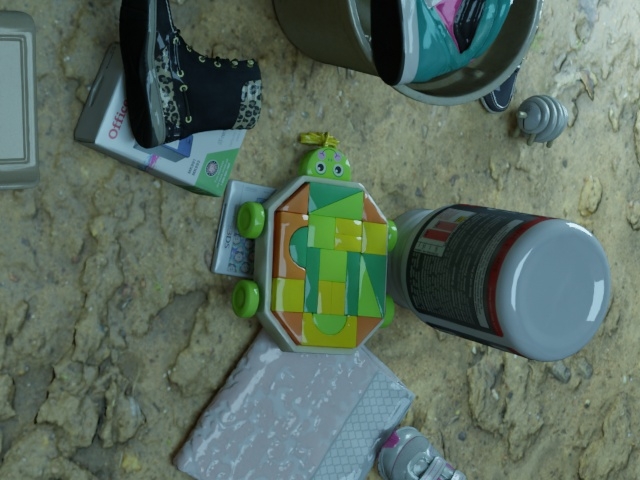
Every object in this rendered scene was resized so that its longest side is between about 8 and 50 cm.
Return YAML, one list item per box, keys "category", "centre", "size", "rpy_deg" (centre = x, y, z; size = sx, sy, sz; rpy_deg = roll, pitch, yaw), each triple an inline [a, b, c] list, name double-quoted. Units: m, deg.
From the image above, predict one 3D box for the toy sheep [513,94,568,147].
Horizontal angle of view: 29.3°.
- category: "toy sheep"
  centre: [0.377, -0.208, 2.100]
  size: [0.132, 0.091, 0.091]
  rpy_deg: [-3, 99, -50]

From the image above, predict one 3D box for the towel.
- category: "towel"
  centre: [-0.029, 0.293, 1.939]
  size: [0.317, 0.053, 0.332]
  rpy_deg: [42, 74, -29]

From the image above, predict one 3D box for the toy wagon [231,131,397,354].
- category: "toy wagon"
  centre: [0.000, 0.000, 1.869]
  size: [0.267, 0.068, 0.345]
  rpy_deg: [7, 84, -33]

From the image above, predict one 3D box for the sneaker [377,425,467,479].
- category: "sneaker"
  centre: [0.190, 0.401, 2.036]
  size: [0.103, 0.111, 0.252]
  rpy_deg: [-52, 128, -15]

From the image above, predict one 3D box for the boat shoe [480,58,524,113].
- category: "boat shoe"
  centre: [0.307, -0.315, 2.052]
  size: [0.075, 0.065, 0.206]
  rpy_deg: [-2, 98, -32]

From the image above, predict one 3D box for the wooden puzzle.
- category: "wooden puzzle"
  centre: [-0.482, -0.183, 1.603]
  size: [0.220, 0.044, 0.239]
  rpy_deg: [-5, 95, -31]

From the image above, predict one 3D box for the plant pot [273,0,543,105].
- category: "plant pot"
  centre: [0.098, -0.368, 1.774]
  size: [0.333, 0.305, 0.334]
  rpy_deg: [-5, 100, -31]

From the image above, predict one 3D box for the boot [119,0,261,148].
- category: "boot"
  centre: [-0.173, -0.249, 1.650]
  size: [0.178, 0.085, 0.237]
  rpy_deg: [-10, 104, -33]

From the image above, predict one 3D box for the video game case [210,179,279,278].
- category: "video game case"
  centre: [-0.085, -0.010, 1.881]
  size: [0.157, 0.019, 0.143]
  rpy_deg: [10, 92, -33]

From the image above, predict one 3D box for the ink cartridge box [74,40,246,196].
- category: "ink cartridge box"
  centre: [-0.219, -0.170, 1.733]
  size: [0.212, 0.093, 0.154]
  rpy_deg: [24, 84, -30]

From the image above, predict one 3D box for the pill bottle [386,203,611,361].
- category: "pill bottle"
  centre: [0.253, 0.052, 1.894]
  size: [0.210, 0.363, 0.210]
  rpy_deg: [-5, 100, -31]

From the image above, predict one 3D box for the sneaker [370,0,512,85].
- category: "sneaker"
  centre: [0.165, -0.350, 1.561]
  size: [0.178, 0.124, 0.296]
  rpy_deg: [-7, 109, -25]
